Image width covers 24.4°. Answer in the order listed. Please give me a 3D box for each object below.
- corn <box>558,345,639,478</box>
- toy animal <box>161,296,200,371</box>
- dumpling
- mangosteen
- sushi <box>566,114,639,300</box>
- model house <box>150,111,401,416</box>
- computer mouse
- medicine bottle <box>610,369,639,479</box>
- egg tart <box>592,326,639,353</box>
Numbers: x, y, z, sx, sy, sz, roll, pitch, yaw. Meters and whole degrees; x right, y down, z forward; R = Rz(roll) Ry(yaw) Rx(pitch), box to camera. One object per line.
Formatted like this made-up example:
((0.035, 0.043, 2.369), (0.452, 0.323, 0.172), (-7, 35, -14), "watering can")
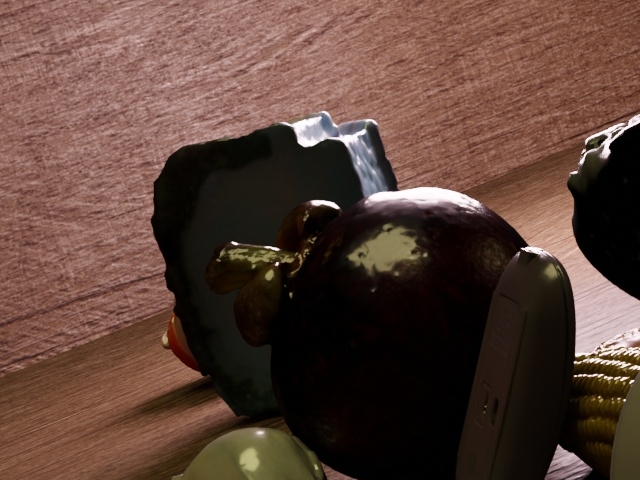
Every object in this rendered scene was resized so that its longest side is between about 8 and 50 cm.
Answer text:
((0.257, 0.140, 1.143), (0.119, 0.119, 0.322), (-22, 3, -16), "corn")
((-0.133, 0.128, 2.190), (0.171, 0.171, 0.197), (-25, 12, -34), "toy animal")
((-0.037, 0.233, 1.318), (0.151, 0.124, 0.229), (17, -4, -25), "dumpling")
((0.073, 0.076, 1.383), (0.297, 0.293, 0.297), (-26, -18, -9), "mangosteen")
((0.359, -0.011, 0.970), (0.328, 0.285, 0.328), (-34, -10, 35), "sushi")
((0.000, 0.000, 1.956), (0.297, 0.360, 0.339), (-19, 6, 25), "model house")
((0.162, 0.122, 1.197), (0.057, 0.232, 0.120), (10, 6, -14), "computer mouse")
((0.319, 0.123, 0.684), (0.208, 0.208, 0.339), (-24, 8, -30), "medicine bottle")
((0.319, 0.112, 1.418), (0.130, 0.052, 0.130), (-18, 7, 2), "egg tart")
